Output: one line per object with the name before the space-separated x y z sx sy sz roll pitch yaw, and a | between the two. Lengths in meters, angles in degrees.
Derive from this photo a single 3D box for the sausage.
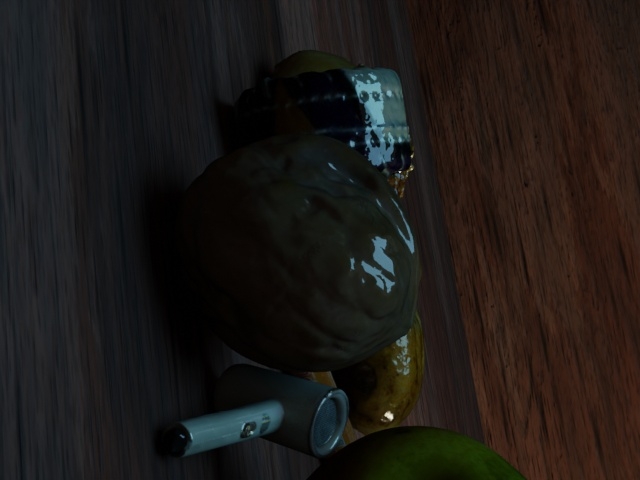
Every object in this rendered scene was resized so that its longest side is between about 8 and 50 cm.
sausage | 0.014 0.246 1.799 0.053 0.053 0.348 -86 160 -54

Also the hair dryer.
hair dryer | -0.086 0.181 1.331 0.236 0.131 0.073 -10 110 -58

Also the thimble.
thimble | -0.001 -0.135 1.756 0.237 0.237 0.150 -1 82 -78

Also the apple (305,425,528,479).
apple | 0.098 0.359 1.362 0.339 0.339 0.340 -13 90 -78

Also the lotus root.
lotus root | 0.078 0.171 1.973 0.169 0.141 0.314 13 74 -74

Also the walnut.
walnut | -0.018 0.018 1.402 0.273 0.227 0.273 39 -15 12

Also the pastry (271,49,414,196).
pastry | 0.038 -0.147 2.009 0.315 0.184 0.285 45 33 -68
